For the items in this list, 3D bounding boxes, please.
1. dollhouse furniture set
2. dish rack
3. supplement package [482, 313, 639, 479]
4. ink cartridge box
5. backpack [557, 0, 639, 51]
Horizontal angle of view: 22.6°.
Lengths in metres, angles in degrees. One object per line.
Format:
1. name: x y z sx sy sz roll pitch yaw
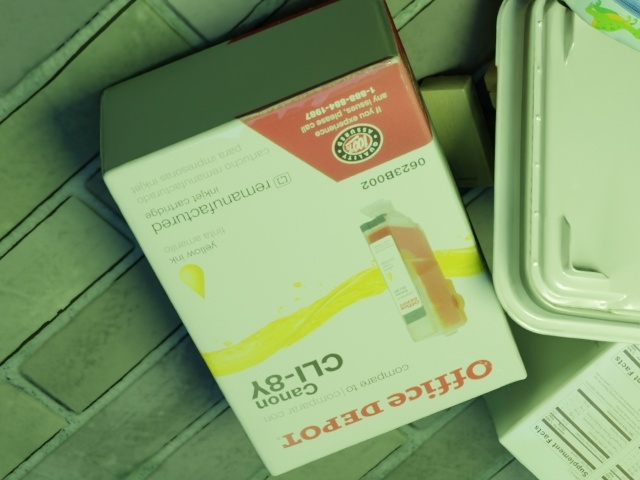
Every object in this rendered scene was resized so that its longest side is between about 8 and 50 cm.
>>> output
1. dollhouse furniture set: 0.200 -0.124 1.560 0.151 0.123 0.144 -1 128 29
2. dish rack: 0.299 -0.074 1.441 0.285 0.072 0.333 7 77 -17
3. supplement package: 0.322 0.131 1.623 0.263 0.199 0.198 -42 110 13
4. ink cartridge box: 0.000 0.000 1.497 0.279 0.160 0.384 -22 124 6
5. backpack: 0.358 -0.266 1.357 0.355 0.290 0.273 9 155 -3
